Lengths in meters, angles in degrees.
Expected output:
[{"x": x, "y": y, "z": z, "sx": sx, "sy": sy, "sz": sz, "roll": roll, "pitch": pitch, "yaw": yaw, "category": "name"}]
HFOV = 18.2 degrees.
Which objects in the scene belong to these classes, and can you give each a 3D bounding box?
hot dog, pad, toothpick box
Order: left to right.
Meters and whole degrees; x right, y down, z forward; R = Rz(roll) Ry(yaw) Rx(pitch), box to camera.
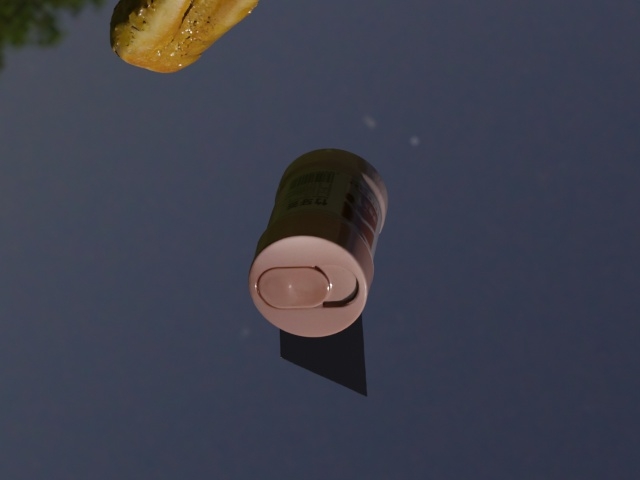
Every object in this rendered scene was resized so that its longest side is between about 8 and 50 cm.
[{"x": -0.054, "y": -0.206, "z": 1.333, "sx": 0.289, "sy": 0.083, "sz": 0.068, "roll": -41, "pitch": -148, "yaw": 46, "category": "hot dog"}, {"x": 0.000, "y": 0.000, "z": 1.655, "sx": 0.098, "sy": 0.098, "sz": 0.149, "roll": -37, "pitch": -161, "yaw": 26, "category": "toothpick box"}, {"x": 0.002, "y": 0.067, "z": 1.871, "sx": 0.004, "sy": 0.190, "sz": 0.127, "roll": -10, "pitch": -109, "yaw": 23, "category": "pad"}]
